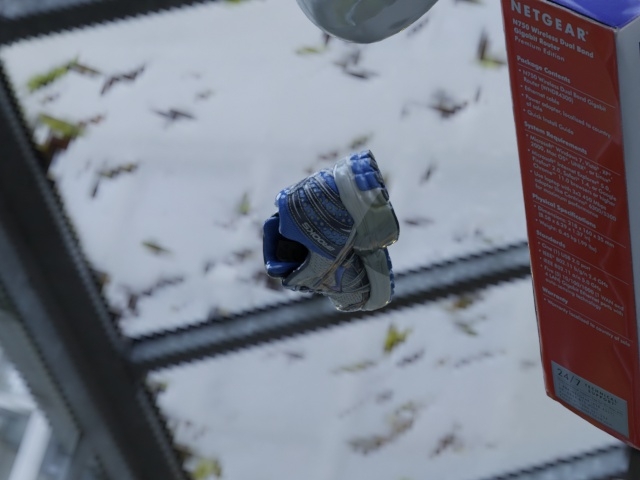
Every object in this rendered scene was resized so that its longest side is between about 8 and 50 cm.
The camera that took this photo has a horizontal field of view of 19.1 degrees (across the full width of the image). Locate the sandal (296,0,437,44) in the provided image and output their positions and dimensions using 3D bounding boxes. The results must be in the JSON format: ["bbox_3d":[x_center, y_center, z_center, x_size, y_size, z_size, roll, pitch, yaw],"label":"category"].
[{"bbox_3d":[0.082,-0.258,0.810,0.102,0.416,0.169,26,-31,-29],"label":"sandal"}]

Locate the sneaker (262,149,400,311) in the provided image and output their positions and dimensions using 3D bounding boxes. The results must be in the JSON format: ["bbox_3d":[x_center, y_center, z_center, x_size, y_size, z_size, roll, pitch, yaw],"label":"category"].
[{"bbox_3d":[0.000,0.000,0.860,0.058,0.052,0.135,-17,-22,-6],"label":"sneaker"}]

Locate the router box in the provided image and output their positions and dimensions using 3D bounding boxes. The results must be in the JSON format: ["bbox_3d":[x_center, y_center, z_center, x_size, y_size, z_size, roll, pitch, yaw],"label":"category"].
[{"bbox_3d":[0.259,-0.090,1.093,0.082,0.335,0.301,31,-35,39],"label":"router box"}]
